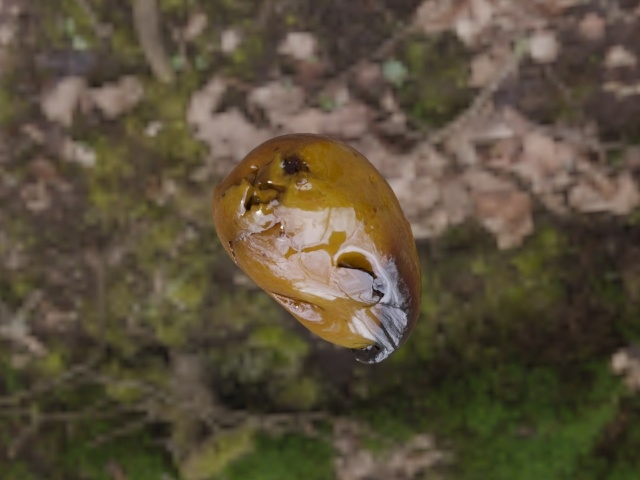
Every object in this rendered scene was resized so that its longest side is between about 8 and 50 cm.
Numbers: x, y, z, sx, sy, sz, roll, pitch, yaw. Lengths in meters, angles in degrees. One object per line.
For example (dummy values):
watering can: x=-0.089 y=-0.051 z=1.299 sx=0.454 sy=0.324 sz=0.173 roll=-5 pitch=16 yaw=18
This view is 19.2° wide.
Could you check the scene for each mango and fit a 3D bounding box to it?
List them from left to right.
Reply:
mango: x=0.000 y=0.000 z=1.850 sx=0.201 sy=0.152 sz=0.287 roll=12 pitch=158 yaw=21
